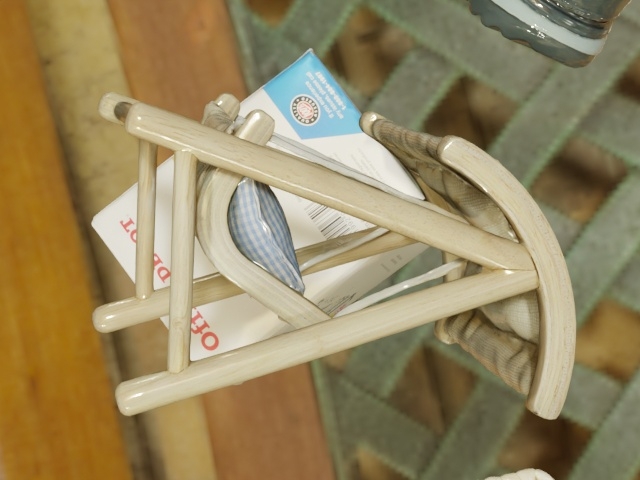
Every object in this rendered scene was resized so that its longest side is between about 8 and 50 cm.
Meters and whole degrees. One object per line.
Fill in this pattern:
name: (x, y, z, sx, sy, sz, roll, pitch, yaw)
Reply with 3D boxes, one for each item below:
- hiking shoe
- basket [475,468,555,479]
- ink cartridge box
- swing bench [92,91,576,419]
hiking shoe: (0.155, -0.228, 1.079, 0.113, 0.132, 0.304, 24, 39, -22)
basket: (0.065, 0.182, 0.702, 0.103, 0.113, 0.167, -15, 119, -23)
ink cartridge box: (-0.039, -0.012, 1.585, 0.171, 0.233, 0.168, 54, 3, 9)
swing bench: (0.000, 0.000, 1.114, 0.253, 0.255, 0.165, -147, -121, -78)
